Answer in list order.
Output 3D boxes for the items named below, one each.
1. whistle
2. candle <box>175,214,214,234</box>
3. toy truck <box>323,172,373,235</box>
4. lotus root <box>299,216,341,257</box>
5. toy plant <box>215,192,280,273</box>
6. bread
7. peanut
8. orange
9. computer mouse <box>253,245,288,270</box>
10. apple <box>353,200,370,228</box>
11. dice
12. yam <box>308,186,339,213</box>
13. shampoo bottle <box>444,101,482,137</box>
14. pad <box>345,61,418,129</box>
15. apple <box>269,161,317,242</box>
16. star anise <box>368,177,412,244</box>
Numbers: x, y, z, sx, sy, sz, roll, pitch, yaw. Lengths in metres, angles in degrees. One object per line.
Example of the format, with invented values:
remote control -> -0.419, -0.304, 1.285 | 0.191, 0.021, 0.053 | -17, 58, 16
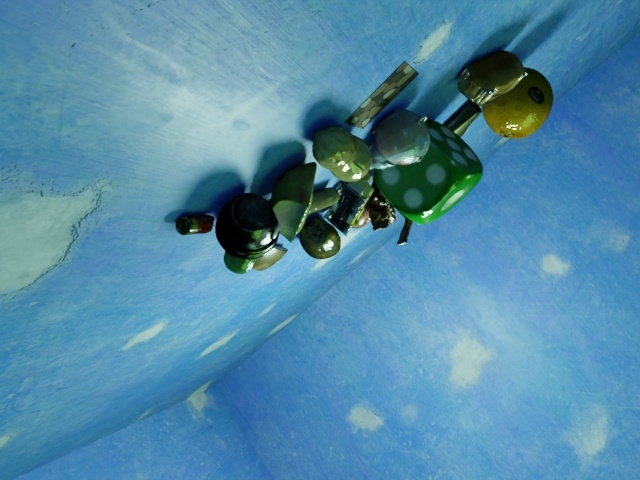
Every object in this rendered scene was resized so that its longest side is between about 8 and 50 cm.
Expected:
whistle -> 0.229, -0.296, 1.809 | 0.189, 0.189, 0.348 | -25, 173, -45
candle -> -0.319, -0.042, 1.440 | 0.052, 0.052, 0.131 | -43, 167, 22
toy truck -> 0.121, -0.149, 2.113 | 0.157, 0.124, 0.272 | -43, 168, -28
lotus root -> 0.000, 0.000, 2.216 | 0.152, 0.160, 0.275 | -48, 167, -1
toy plant -> -0.204, -0.027, 1.530 | 0.235, 0.176, 0.217 | 118, -12, -57
bread -> 0.589, -0.562, 1.888 | 0.241, 0.136, 0.107 | -32, 164, -29
peanut -> 0.071, -0.244, 1.570 | 0.148, 0.147, 0.319 | -40, 166, 11
orange -> 0.762, -0.534, 2.149 | 0.274, 0.274, 0.274 | -36, 167, -9
computer mouse -> -0.199, 0.065, 2.137 | 0.126, 0.056, 0.245 | -39, 169, 8
apple -> 0.158, -0.120, 2.305 | 0.153, 0.120, 0.153 | -36, 165, -11
dice -> 0.395, -0.253, 2.052 | 0.297, 0.300, 0.287 | -48, 164, 31
yam -> -0.072, -0.106, 1.824 | 0.372, 0.083, 0.083 | -26, 163, -48
shampoo bottle -> 0.527, -0.431, 2.305 | 0.350, 0.084, 0.126 | -47, 163, 32
pad -> 0.179, -0.412, 1.596 | 0.235, 0.003, 0.158 | -42, 167, 21
apple -> -0.082, -0.132, 1.613 | 0.265, 0.120, 0.193 | 120, -16, -63
star anise -> 0.262, -0.107, 2.159 | 0.148, 0.346, 0.237 | -13, 132, -5
